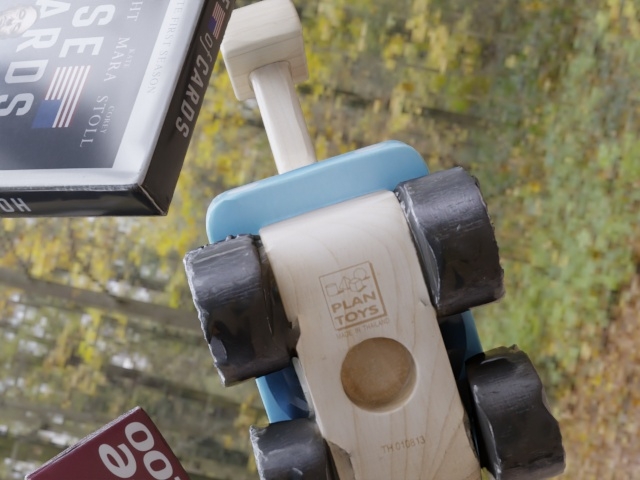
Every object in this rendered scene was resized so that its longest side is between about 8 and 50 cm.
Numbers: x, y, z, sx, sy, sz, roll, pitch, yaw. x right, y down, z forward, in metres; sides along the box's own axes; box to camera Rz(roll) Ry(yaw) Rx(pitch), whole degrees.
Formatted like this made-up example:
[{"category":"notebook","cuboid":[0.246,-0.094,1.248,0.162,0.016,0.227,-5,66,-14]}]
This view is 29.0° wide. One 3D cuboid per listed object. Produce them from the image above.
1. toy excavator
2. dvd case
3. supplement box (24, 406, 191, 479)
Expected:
[{"category":"toy excavator","cuboid":[0.000,0.000,1.073,0.445,0.222,0.433,-130,22,-81]},{"category":"dvd case","cuboid":[-0.154,-0.090,0.578,0.029,0.239,0.179,54,-138,-51]},{"category":"supplement box","cuboid":[-0.110,0.178,0.725,0.073,0.130,0.239,-33,-3,-18]}]
